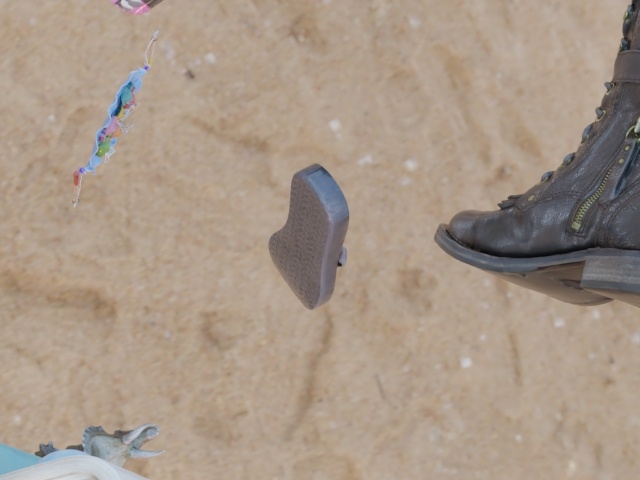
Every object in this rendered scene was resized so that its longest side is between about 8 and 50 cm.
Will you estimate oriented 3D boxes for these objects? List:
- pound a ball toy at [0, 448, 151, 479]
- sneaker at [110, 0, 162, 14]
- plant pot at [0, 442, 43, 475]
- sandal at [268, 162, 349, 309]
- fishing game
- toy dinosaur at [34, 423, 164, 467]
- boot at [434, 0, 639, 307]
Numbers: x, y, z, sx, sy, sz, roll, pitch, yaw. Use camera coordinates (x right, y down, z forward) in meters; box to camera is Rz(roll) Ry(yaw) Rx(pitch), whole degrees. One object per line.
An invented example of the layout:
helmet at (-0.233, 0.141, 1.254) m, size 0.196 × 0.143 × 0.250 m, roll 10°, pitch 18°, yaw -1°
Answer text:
pound a ball toy at (-0.085, 0.216, 0.955) m, size 0.319 × 0.208 × 0.135 m, roll 46°, pitch 29°, yaw -64°
sneaker at (-0.178, -0.266, 1.207) m, size 0.077 × 0.072 × 0.178 m, roll 65°, pitch 8°, yaw 29°
plant pot at (-0.371, 0.351, 1.558) m, size 0.166 × 0.165 × 0.234 m, roll 28°, pitch 42°, yaw -31°
sandal at (0.001, 0.000, 1.508) m, size 0.054 × 0.254 × 0.097 m, roll -29°, pitch 74°, yaw -21°
fishing game at (-0.302, -0.176, 2.118) m, size 0.041 × 0.189 × 0.264 m, roll 26°, pitch 69°, yaw -3°
toy dinosaur at (-0.341, 0.356, 1.882) m, size 0.121 × 0.160 × 0.313 m, roll 31°, pitch 84°, yaw -15°
boot at (0.200, -0.072, 0.935) m, size 0.091 × 0.263 × 0.229 m, roll 20°, pitch 84°, yaw -36°
